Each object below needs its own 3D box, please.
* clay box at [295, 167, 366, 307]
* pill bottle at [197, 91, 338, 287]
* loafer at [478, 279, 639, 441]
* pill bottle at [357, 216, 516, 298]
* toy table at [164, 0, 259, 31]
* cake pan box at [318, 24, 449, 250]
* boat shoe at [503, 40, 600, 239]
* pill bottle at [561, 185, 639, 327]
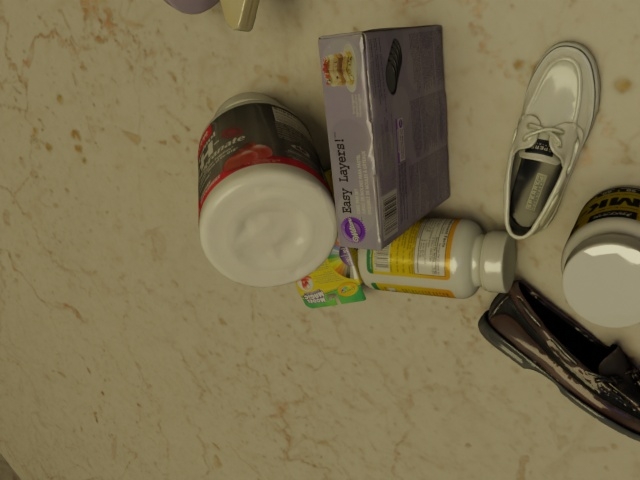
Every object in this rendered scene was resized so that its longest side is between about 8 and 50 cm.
[{"bbox_3d":[0.000,0.000,1.032,0.128,0.053,0.221,-11,104,33],"label":"clay box"},{"bbox_3d":[-0.086,-0.093,0.880,0.177,0.318,0.176,-5,125,-8],"label":"pill bottle"},{"bbox_3d":[0.369,0.167,0.856,0.303,0.109,0.095,33,118,19],"label":"loafer"},{"bbox_3d":[0.171,0.024,0.903,0.209,0.118,0.117,3,111,29],"label":"pill bottle"},{"bbox_3d":[-0.120,-0.429,0.837,0.161,0.252,0.274,38,134,32],"label":"toy table"},{"bbox_3d":[0.096,-0.140,0.805,0.070,0.246,0.266,5,113,33],"label":"cake pan box"},{"bbox_3d":[0.294,-0.121,0.793,0.095,0.084,0.257,13,115,26],"label":"boat shoe"},{"bbox_3d":[0.356,0.015,0.736,0.119,0.208,0.119,11,114,26],"label":"pill bottle"}]
